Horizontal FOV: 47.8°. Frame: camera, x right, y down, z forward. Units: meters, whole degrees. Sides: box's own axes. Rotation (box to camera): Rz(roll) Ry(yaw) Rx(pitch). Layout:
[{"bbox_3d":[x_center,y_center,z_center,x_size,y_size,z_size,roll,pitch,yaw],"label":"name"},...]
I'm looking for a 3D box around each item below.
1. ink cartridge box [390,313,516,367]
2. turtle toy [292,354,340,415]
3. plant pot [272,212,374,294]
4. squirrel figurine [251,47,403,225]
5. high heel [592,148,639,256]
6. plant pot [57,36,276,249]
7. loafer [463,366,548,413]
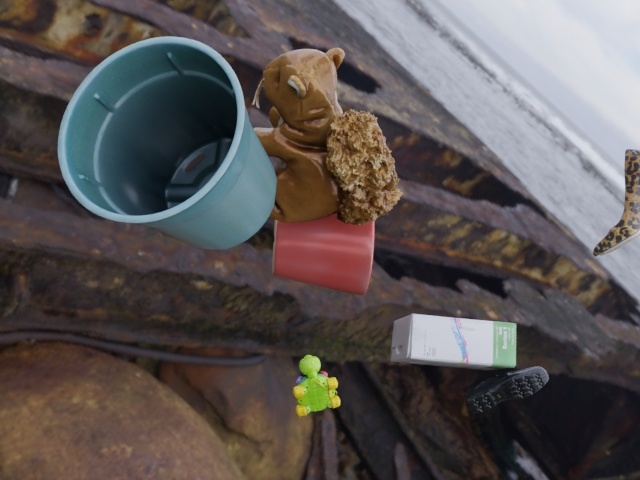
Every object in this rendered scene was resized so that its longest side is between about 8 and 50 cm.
[{"bbox_3d":[0.341,0.268,1.889,0.278,0.117,0.201,6,-13,-7],"label":"ink cartridge box"},{"bbox_3d":[-0.014,0.299,1.494,0.066,0.095,0.130,-117,-163,-61],"label":"turtle toy"},{"bbox_3d":[0.000,0.000,1.869,0.243,0.275,0.275,3,27,-4],"label":"plant pot"},{"bbox_3d":[0.020,-0.232,1.615,0.397,0.370,0.281,25,42,30],"label":"squirrel figurine"},{"bbox_3d":[0.753,-0.095,1.819,0.186,0.261,0.093,55,24,17],"label":"high heel"},{"bbox_3d":[-0.248,-0.146,1.360,0.341,0.341,0.334,50,1,21],"label":"plant pot"},{"bbox_3d":[0.475,0.374,1.867,0.076,0.223,0.078,60,15,-20],"label":"loafer"}]
